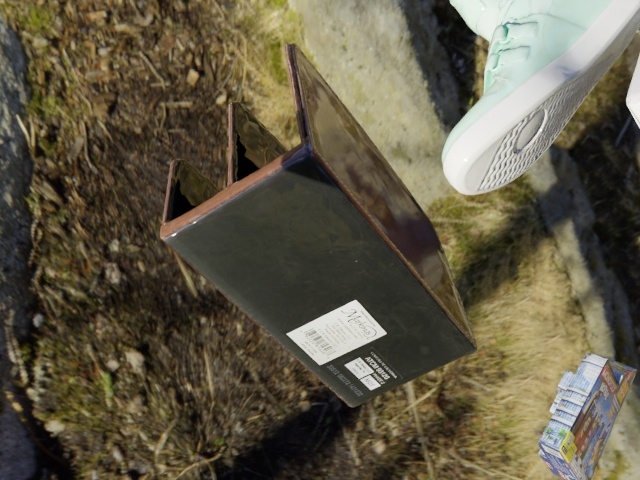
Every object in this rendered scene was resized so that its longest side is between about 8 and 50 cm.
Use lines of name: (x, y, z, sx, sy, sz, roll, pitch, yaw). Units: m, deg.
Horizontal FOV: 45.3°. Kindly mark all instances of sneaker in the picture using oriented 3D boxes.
sneaker: (0.138, -0.149, 0.621, 0.151, 0.094, 0.256, 34, 63, 21)

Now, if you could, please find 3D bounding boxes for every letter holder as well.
letter holder: (0.003, -0.015, 0.769, 0.152, 0.302, 0.214, -29, 38, 18)

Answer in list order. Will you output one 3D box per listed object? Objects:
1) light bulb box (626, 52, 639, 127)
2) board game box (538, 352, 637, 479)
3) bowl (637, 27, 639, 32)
light bulb box: (0.478, -0.178, 0.587, 0.225, 0.361, 0.357, 50, 47, -22)
board game box: (0.388, 0.241, 1.121, 0.060, 0.194, 0.194, 21, 70, 38)
bowl: (0.496, -0.344, 1.073, 0.080, 0.170, 0.170, 30, 67, -40)
